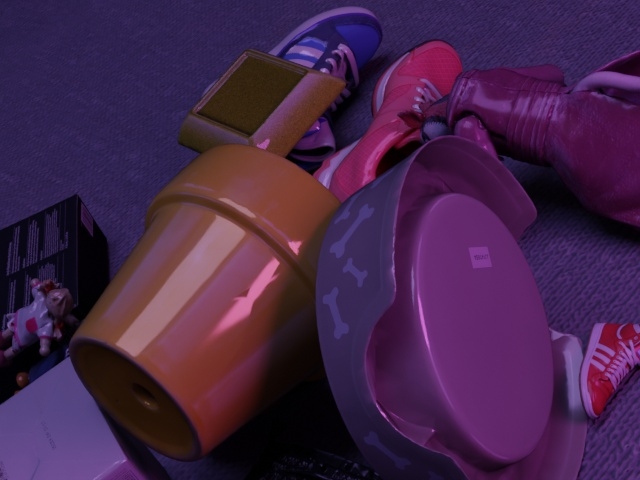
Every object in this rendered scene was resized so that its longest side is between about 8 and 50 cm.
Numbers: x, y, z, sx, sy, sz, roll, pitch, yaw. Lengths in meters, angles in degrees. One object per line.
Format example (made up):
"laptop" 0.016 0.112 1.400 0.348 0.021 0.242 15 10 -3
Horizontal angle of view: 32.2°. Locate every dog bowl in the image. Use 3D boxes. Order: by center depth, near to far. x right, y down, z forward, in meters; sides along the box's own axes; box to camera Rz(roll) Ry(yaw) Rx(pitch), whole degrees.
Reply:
"dog bowl" 0.124 0.084 1.022 0.102 0.349 0.349 -18 36 33

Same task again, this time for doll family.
"doll family" -0.302 0.171 1.345 0.163 0.118 0.263 -33 53 24

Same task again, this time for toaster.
"toaster" -0.010 0.284 1.046 0.168 0.110 0.185 10 52 39

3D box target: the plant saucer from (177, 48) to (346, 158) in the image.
"plant saucer" -0.091 -0.189 1.526 0.188 0.045 0.188 26 69 38

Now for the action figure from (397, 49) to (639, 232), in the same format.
"action figure" 0.254 -0.127 1.253 0.370 0.276 0.248 12 57 24

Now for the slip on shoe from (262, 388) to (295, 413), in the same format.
"slip on shoe" -0.046 0.119 1.277 0.331 0.101 0.123 -35 51 -30

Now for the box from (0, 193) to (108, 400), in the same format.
"box" -0.397 0.076 1.550 0.184 0.103 0.261 -22 38 5

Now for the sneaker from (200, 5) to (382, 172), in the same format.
"sneaker" 0.000 -0.199 1.620 0.323 0.130 0.236 -30 47 -11

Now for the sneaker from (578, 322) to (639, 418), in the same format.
"sneaker" 0.297 0.125 1.095 0.067 0.042 0.118 -8 39 31

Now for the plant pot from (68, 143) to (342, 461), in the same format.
"plant pot" -0.102 0.075 1.074 0.254 0.254 0.239 10 46 40

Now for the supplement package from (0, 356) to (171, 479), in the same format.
"supplement package" -0.236 0.271 1.131 0.149 0.203 0.194 -35 36 -8

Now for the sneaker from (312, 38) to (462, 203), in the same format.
"sneaker" 0.118 -0.137 1.441 0.136 0.116 0.314 -3 48 58
